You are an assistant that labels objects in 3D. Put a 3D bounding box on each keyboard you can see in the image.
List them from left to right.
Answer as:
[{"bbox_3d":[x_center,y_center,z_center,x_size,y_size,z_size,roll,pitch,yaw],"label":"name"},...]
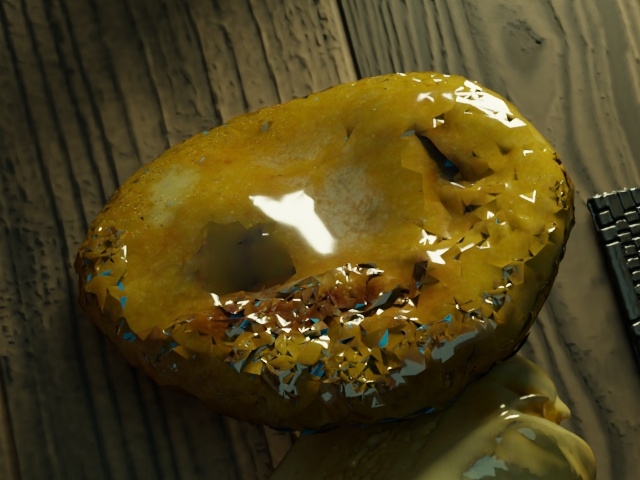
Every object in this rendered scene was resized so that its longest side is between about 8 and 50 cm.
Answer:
[{"bbox_3d":[0.219,0.056,0.964,0.060,0.018,0.195,-11,73,-13],"label":"keyboard"}]

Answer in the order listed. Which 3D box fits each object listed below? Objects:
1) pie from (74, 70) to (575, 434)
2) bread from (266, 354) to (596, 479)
[{"bbox_3d":[0.001,0.001,0.851,0.273,0.069,0.273,-9,43,9],"label":"pie"},{"bbox_3d":[0.024,0.188,0.795,0.311,0.173,0.121,-50,120,-23],"label":"bread"}]
